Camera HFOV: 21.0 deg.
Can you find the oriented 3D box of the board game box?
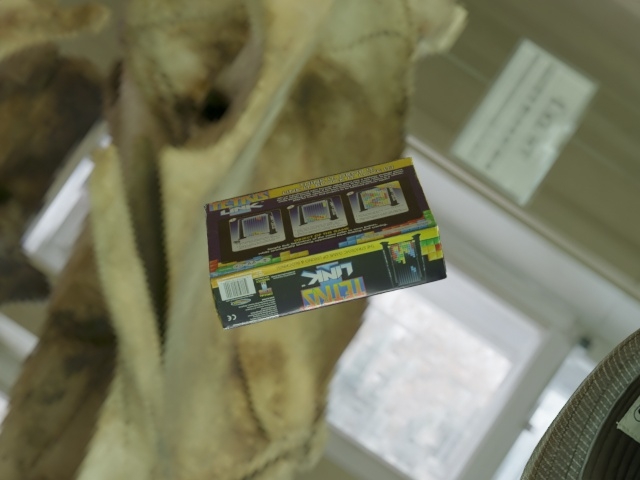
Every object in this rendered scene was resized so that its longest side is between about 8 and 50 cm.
[{"bbox_3d":[0.000,0.000,1.299,0.141,0.170,0.048,-101,178,-67],"label":"board game box"}]

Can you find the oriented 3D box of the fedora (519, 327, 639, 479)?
[{"bbox_3d":[0.203,0.153,0.729,0.244,0.124,0.275,-9,-119,34],"label":"fedora"}]
